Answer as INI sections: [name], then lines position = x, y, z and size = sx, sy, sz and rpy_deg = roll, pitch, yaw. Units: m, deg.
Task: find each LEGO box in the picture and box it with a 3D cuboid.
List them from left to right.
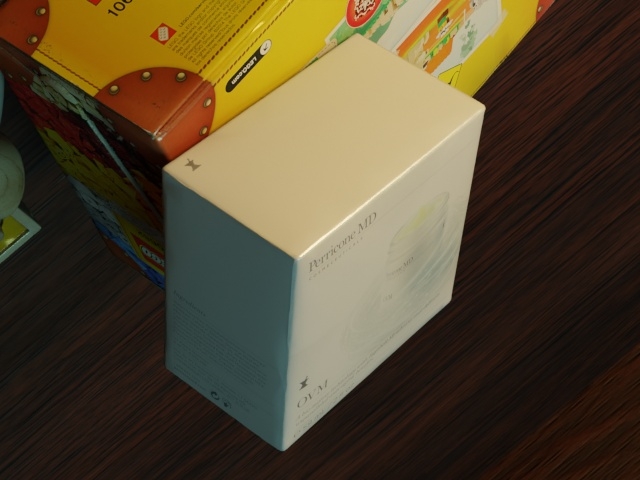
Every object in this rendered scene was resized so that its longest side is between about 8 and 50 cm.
[LEGO box]
position = -0.004, -0.208, 1.313
size = 0.500, 0.193, 0.372
rpy_deg = -49, 154, -17

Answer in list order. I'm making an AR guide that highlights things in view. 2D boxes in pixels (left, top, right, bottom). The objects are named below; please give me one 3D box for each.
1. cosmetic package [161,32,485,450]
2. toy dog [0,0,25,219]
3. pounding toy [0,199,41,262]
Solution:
[cosmetic package]
position = 0.000, 0.000, 1.173
size = 0.224, 0.138, 0.225
rpy_deg = -39, 149, -34
[toy dog]
position = -0.320, -0.149, 1.228
size = 0.334, 0.161, 0.220
rpy_deg = -60, 156, 7
[pounding toy]
position = -0.329, -0.024, 1.405
size = 0.141, 0.100, 0.130
rpy_deg = -40, 151, 0
